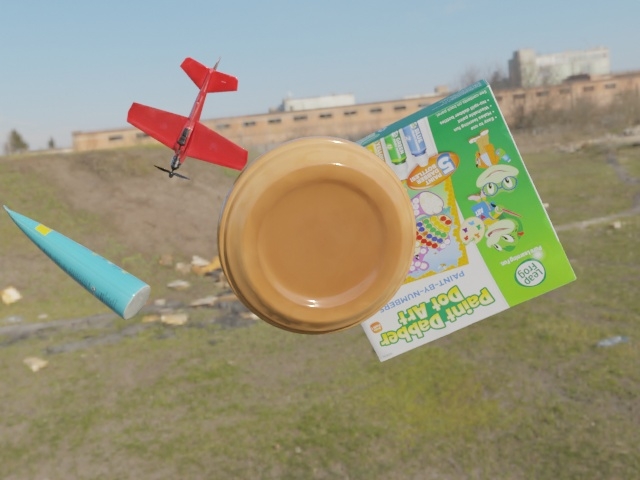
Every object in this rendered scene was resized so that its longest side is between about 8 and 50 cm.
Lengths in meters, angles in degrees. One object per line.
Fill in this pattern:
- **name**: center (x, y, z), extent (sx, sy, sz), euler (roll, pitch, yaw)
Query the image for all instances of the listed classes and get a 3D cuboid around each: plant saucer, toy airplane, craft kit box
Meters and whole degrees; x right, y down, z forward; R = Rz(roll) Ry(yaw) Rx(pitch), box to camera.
- **plant saucer**: center (0.000, 0.000, 0.752), extent (0.200, 0.200, 0.037), euler (-7, 13, -8)
- **toy airplane**: center (-0.142, -0.140, 0.879), extent (0.151, 0.151, 0.028), euler (-6, 5, 1)
- **craft kit box**: center (0.125, -0.016, 0.882), extent (0.250, 0.247, 0.061), euler (-26, 18, 13)

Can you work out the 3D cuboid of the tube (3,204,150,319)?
- **tube**: center (-0.316, 0.026, 0.991), extent (0.207, 0.052, 0.080), euler (32, -23, 10)
